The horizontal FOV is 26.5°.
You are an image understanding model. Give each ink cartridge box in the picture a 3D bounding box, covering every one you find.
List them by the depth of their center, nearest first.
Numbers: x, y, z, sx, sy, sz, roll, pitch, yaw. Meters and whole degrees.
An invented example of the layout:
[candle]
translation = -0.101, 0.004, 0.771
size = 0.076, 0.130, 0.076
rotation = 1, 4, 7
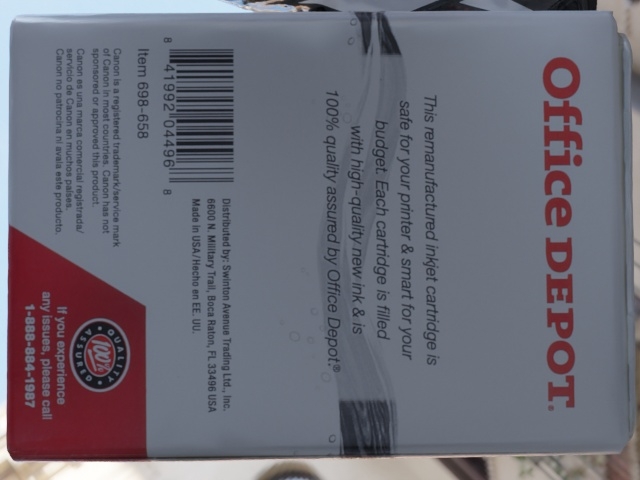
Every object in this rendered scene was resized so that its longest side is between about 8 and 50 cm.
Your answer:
[ink cartridge box]
translation = 0.000, 0.000, 0.639
size = 0.272, 0.114, 0.197
rotation = 0, -93, 0

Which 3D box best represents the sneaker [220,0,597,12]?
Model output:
[sneaker]
translation = 0.051, -0.149, 0.855
size = 0.276, 0.097, 0.135
rotation = 1, -86, -7
